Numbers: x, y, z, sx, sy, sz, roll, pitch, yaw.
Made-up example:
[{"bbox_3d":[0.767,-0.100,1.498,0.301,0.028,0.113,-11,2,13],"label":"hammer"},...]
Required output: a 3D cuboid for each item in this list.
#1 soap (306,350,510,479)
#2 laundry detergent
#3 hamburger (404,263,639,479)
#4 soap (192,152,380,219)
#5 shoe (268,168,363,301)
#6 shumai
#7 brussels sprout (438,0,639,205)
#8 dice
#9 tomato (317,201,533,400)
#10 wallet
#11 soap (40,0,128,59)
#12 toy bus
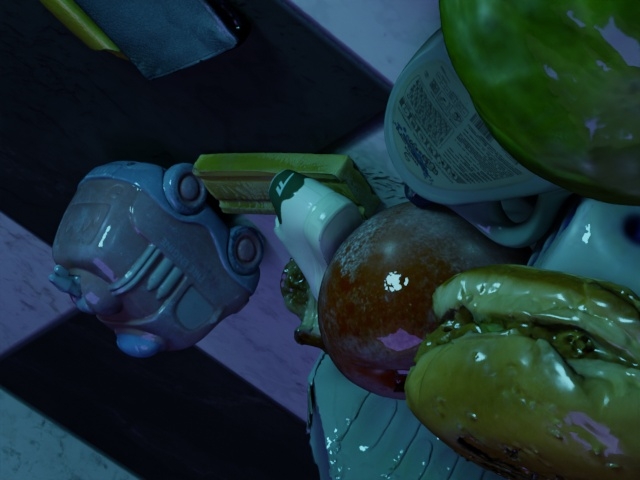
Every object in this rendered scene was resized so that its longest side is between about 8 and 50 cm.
[{"bbox_3d":[0.176,0.321,1.831,0.446,0.261,0.156,20,152,19],"label":"soap"},{"bbox_3d":[0.157,-0.090,1.269,0.215,0.105,0.280,47,152,8],"label":"laundry detergent"},{"bbox_3d":[0.246,0.149,1.155,0.304,0.174,0.284,9,159,46],"label":"hamburger"},{"bbox_3d":[-0.049,-0.070,1.615,0.252,0.037,0.092,4,144,39],"label":"soap"},{"bbox_3d":[0.000,0.000,1.568,0.110,0.095,0.265,38,161,22],"label":"shoe"},{"bbox_3d":[-0.003,0.095,1.770,0.145,0.116,0.145,24,153,13],"label":"shumai"},{"bbox_3d":[0.247,-0.170,0.894,0.354,0.289,0.281,18,148,-21],"label":"brussels sprout"},{"bbox_3d":[0.320,0.022,1.250,0.192,0.194,0.193,26,155,2],"label":"dice"},{"bbox_3d":[0.129,0.067,1.463,0.270,0.227,0.270,1,156,0],"label":"tomato"},{"bbox_3d":[-0.253,-0.325,1.358,0.190,0.046,0.379,-8,134,49],"label":"wallet"},{"bbox_3d":[-0.282,-0.259,1.497,0.168,0.033,0.089,42,178,-23],"label":"soap"},{"bbox_3d":[-0.240,0.036,1.766,0.197,0.232,0.294,1,141,43],"label":"toy bus"}]
